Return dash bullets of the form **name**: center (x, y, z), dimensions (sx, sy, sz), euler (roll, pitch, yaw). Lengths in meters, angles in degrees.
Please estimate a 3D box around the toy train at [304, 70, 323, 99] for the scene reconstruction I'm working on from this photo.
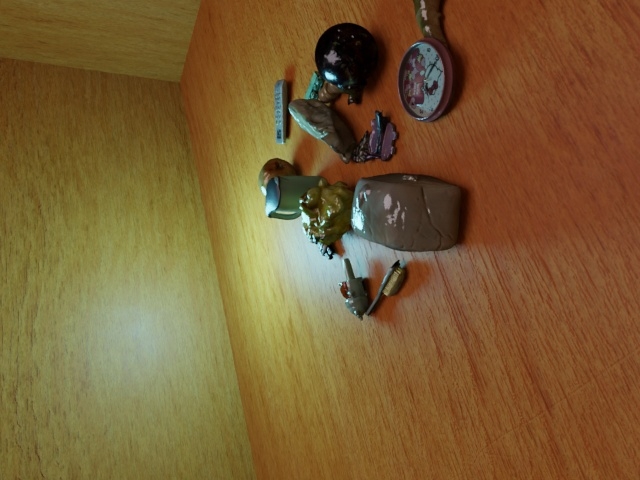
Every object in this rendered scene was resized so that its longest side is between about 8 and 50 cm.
- **toy train**: center (-0.029, -0.679, 1.806), dimensions (0.148, 0.038, 0.071), euler (-61, 42, 42)

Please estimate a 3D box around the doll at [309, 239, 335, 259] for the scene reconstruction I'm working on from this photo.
- **doll**: center (0.000, 0.000, 1.813), dimensions (0.219, 0.067, 0.091), euler (56, 142, 41)

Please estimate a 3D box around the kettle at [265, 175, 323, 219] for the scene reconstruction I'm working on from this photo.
- **kettle**: center (-0.118, -0.185, 1.805), dimensions (0.165, 0.255, 0.241), euler (56, 137, 35)

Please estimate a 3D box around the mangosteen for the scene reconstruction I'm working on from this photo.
- **mangosteen**: center (0.095, -0.636, 1.474), dimensions (0.289, 0.231, 0.232), euler (83, 160, -52)

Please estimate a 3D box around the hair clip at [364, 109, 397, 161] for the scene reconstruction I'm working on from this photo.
- **hair clip**: center (0.219, -0.372, 1.446), dimensions (0.146, 0.056, 0.187), euler (27, 125, 52)

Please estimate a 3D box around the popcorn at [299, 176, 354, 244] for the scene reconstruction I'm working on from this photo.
- **popcorn**: center (0.026, -0.119, 1.631), dimensions (0.252, 0.215, 0.286), euler (53, 136, 8)

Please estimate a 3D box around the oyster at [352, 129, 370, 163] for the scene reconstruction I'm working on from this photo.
- **oyster**: center (0.157, -0.363, 1.554), dimensions (0.086, 0.029, 0.132), euler (33, 123, 52)

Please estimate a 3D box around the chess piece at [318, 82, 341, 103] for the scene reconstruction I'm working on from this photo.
- **chess piece**: center (0.046, -0.623, 1.646), dimensions (0.170, 0.094, 0.094), euler (-16, 80, 61)

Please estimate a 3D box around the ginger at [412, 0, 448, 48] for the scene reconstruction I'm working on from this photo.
- **ginger**: center (0.334, -0.690, 1.196), dimensions (0.131, 0.086, 0.295), euler (-14, 90, 46)

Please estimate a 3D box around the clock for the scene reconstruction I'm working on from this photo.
- **clock**: center (0.321, -0.487, 1.230), dimensions (0.244, 0.056, 0.245), euler (46, 143, 51)

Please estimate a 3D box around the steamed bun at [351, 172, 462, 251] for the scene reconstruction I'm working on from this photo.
- **steamed bun**: center (0.235, -0.089, 1.270), dimensions (0.383, 0.235, 0.248), euler (24, 115, 55)

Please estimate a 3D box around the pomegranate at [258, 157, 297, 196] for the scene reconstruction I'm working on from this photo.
- **pomegranate**: center (-0.214, -0.303, 1.992), dimensions (0.207, 0.206, 0.208), euler (10, 102, 57)

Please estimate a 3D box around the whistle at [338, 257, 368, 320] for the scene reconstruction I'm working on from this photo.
- **whistle**: center (0.129, 0.194, 1.590), dimensions (0.101, 0.105, 0.254), euler (149, 108, -78)

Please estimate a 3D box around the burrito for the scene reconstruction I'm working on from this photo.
- **burrito**: center (0.023, -0.460, 1.633), dimensions (0.135, 0.190, 0.332), euler (-41, 53, 2)

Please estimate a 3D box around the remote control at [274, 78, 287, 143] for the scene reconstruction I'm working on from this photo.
- **remote control**: center (-0.196, -0.660, 2.066), dimensions (0.109, 0.054, 0.314), euler (31, 123, 59)

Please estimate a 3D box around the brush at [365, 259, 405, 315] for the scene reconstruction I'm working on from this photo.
- **brush**: center (0.242, 0.192, 1.468), dimensions (0.060, 0.068, 0.297), euler (40, 134, 21)
